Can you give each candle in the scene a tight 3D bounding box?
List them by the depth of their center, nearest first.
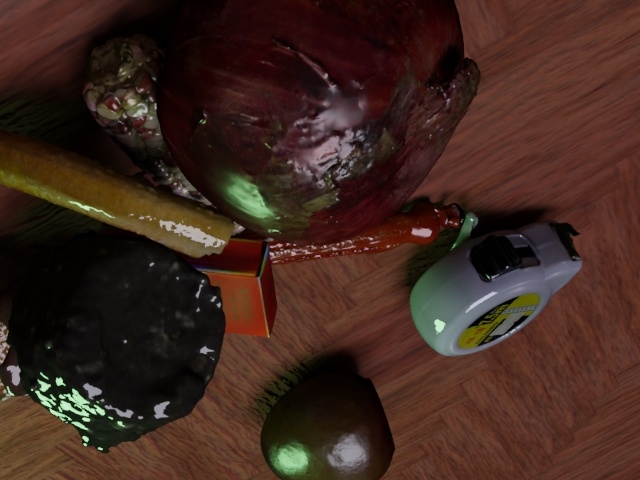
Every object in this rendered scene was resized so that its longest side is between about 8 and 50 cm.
[{"bbox_3d":[0.000,0.000,1.384,0.329,0.048,0.051,-8,120,-20],"label":"candle"}]

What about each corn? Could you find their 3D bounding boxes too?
[{"bbox_3d":[-0.124,-0.088,1.168,0.092,0.092,0.280,-30,144,7],"label":"corn"}]

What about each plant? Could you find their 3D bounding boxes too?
[{"bbox_3d":[-0.205,0.091,1.182,0.204,0.178,0.234,32,154,-30],"label":"plant"}]

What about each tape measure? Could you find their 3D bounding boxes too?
[{"bbox_3d":[0.193,0.052,1.511,0.178,0.105,0.196,-3,145,-44],"label":"tape measure"}]

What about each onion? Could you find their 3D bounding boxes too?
[{"bbox_3d":[0.002,-0.131,1.038,0.276,0.276,0.276,-15,142,-12],"label":"onion"}]

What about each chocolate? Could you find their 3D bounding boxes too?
[{"bbox_3d":[0.007,0.249,1.600,0.176,0.177,0.177,-15,142,-12],"label":"chocolate"}]

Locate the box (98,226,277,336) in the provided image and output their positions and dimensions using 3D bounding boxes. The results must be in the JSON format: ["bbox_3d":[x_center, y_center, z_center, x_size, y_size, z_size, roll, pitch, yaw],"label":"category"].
[{"bbox_3d":[-0.136,0.042,1.297,0.175,0.048,0.112,6,143,8],"label":"box"}]

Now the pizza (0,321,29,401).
[{"bbox_3d":[-0.298,0.101,1.328,0.226,0.069,0.147,-9,119,-25],"label":"pizza"}]

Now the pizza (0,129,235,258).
[{"bbox_3d":[-0.196,-0.045,1.096,0.134,0.271,0.056,16,93,-67],"label":"pizza"}]
